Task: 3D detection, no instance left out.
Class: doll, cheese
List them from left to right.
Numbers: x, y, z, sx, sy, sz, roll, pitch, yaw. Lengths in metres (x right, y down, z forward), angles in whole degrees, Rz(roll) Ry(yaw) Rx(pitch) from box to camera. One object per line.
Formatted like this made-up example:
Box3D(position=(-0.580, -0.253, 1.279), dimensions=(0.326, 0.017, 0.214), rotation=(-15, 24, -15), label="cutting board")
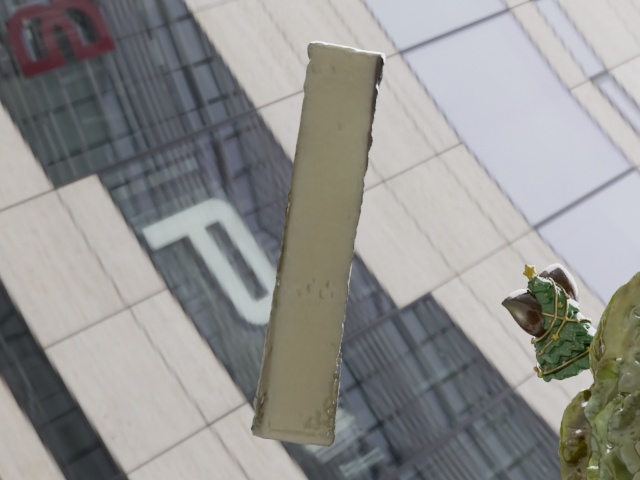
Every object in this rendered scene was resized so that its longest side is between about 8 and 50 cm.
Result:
Box3D(position=(-0.002, 0.000, 1.059), dimensions=(0.034, 0.085, 0.400), rotation=(125, -28, -83), label="cheese")
Box3D(position=(0.224, 0.076, 0.988), dimensions=(0.076, 0.078, 0.113), rotation=(18, -46, 55), label="doll")

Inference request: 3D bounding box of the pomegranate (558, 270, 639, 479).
Box3D(position=(0.330, 0.156, 0.673), dimensions=(0.358, 0.216, 0.310), rotation=(12, -100, 53), label="pomegranate")
